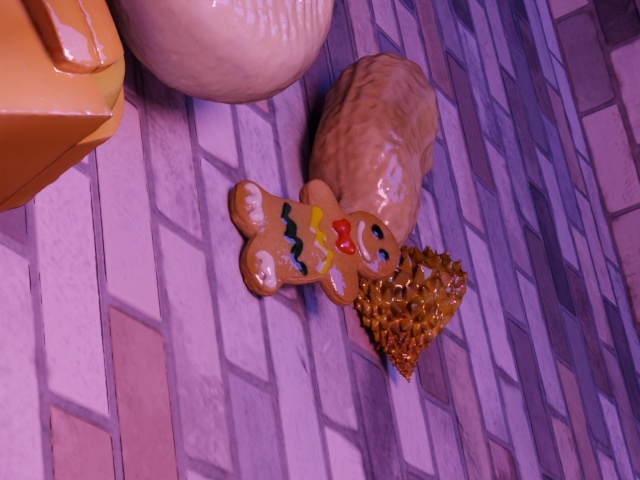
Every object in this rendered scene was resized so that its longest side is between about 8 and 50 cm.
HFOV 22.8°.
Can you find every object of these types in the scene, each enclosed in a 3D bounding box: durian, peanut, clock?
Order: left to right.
[{"bbox_3d":[-0.290,-0.183,1.170,0.200,0.244,0.317,-10,74,-52],"label":"clock"},{"bbox_3d":[0.065,-0.118,2.029,0.340,0.158,0.174,-67,164,-55],"label":"peanut"},{"bbox_3d":[0.104,0.069,2.025,0.182,0.165,0.132,-41,150,-44],"label":"durian"}]

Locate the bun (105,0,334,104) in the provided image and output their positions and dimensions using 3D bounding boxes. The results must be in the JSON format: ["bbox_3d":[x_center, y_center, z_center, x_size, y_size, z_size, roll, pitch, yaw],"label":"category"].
[{"bbox_3d":[-0.132,-0.314,1.668,0.361,0.213,0.361,23,58,-43],"label":"bun"}]

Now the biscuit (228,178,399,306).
[{"bbox_3d":[0.001,-0.001,1.811,0.240,0.035,0.158,2,65,-41],"label":"biscuit"}]

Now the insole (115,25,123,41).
[{"bbox_3d":[-0.234,-0.252,1.659,0.119,0.009,0.348,64,22,-13],"label":"insole"}]
